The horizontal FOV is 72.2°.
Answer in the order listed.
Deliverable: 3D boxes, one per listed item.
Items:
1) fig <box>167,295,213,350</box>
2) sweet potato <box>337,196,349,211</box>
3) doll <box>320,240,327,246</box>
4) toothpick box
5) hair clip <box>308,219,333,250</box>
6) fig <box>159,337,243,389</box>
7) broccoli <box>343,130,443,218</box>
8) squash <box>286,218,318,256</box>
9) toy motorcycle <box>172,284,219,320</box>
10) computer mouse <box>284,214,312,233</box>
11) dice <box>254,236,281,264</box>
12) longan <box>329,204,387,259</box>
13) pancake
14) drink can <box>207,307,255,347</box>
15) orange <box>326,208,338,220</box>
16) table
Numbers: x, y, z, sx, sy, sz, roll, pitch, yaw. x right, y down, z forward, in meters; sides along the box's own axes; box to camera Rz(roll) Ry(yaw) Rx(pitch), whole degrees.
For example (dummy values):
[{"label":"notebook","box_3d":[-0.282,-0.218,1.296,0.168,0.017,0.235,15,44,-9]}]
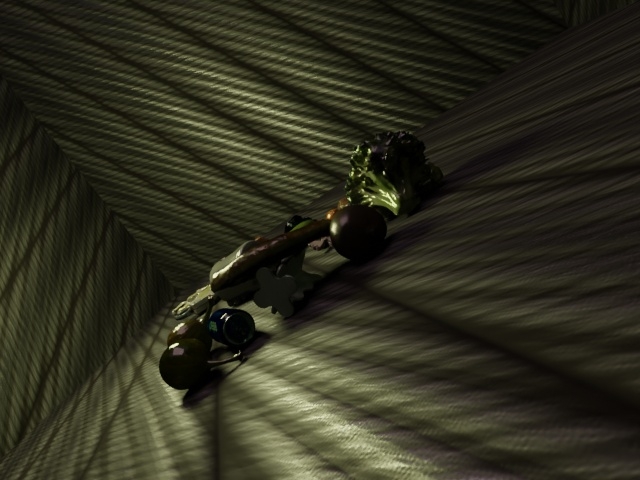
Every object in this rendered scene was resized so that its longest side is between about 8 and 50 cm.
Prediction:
[{"label":"fig","box_3d":[-0.411,0.291,1.479,0.245,0.149,0.149,-61,9,4]},{"label":"sweet potato","box_3d":[0.149,-0.136,1.893,0.109,0.109,0.385,-37,15,-7]},{"label":"doll","box_3d":[0.000,0.000,1.881,0.099,0.057,0.143,-11,15,13]},{"label":"toothpick box","box_3d":[-0.353,0.160,1.939,0.316,0.229,0.229,-31,11,37]},{"label":"hair clip","box_3d":[0.084,-0.058,1.756,0.301,0.069,0.173,-32,25,24]},{"label":"fig","box_3d":[-0.337,0.361,1.253,0.260,0.151,0.151,2,29,27]},{"label":"broccoli","box_3d":[0.235,-0.205,1.517,0.348,0.293,0.280,-44,46,14]},{"label":"squash","box_3d":[-0.124,-0.005,2.167,0.107,0.107,0.395,-26,9,44]},{"label":"toy motorcycle","box_3d":[-0.645,0.320,2.395,0.341,0.107,0.223,-32,17,-18]},{"label":"computer mouse","box_3d":[-0.123,-0.072,2.315,0.146,0.078,0.242,-66,-25,3]},{"label":"dice","box_3d":[-0.313,0.103,2.134,0.179,0.174,0.175,-34,10,34]},{"label":"longan","box_3d":[0.110,-0.028,1.336,0.189,0.189,0.189,-35,10,7]},{"label":"pancake","box_3d":[-0.144,0.038,1.417,0.427,0.066,0.305,-31,-7,7]},{"label":"drink can","box_3d":[-0.280,0.270,1.376,0.118,0.118,0.205,-40,10,-24]},{"label":"orange","box_3d":[0.067,-0.112,2.111,0.084,0.083,0.083,-35,10,7]},{"label":"table","box_3d":[-0.097,0.126,1.373,0.167,0.166,0.198,-31,3,28]}]
